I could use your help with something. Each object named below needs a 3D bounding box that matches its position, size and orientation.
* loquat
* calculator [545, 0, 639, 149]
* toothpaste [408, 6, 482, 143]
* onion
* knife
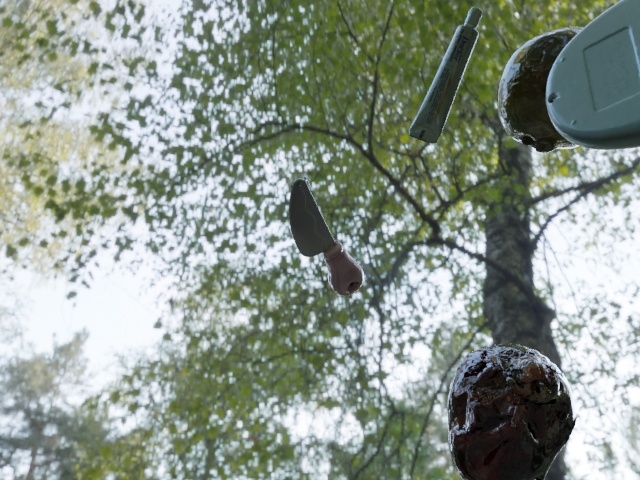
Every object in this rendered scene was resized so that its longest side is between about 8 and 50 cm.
[{"bbox_3d":[0.316,-0.206,1.054,0.152,0.195,0.152,20,-16,6],"label":"loquat"},{"bbox_3d":[0.349,-0.185,0.743,0.295,0.184,0.042,-23,-39,34],"label":"calculator"},{"bbox_3d":[0.233,-0.300,1.440,0.037,0.067,0.255,15,-80,-52],"label":"toothpaste"},{"bbox_3d":[0.327,0.318,1.412,0.221,0.281,0.281,25,-53,3],"label":"onion"},{"bbox_3d":[-0.002,0.002,1.442,0.081,0.043,0.336,-38,-42,-4],"label":"knife"}]
